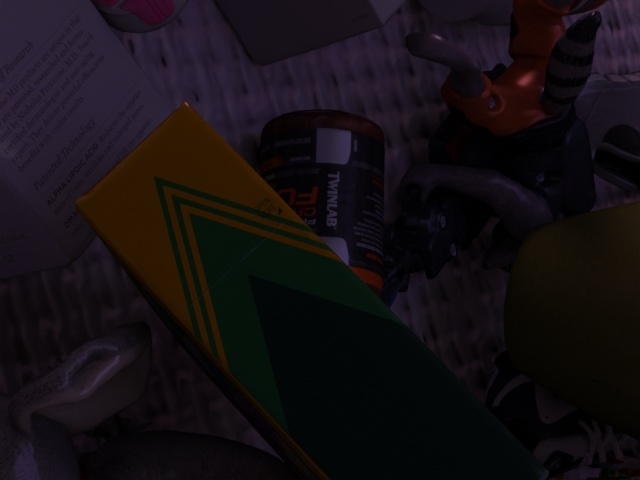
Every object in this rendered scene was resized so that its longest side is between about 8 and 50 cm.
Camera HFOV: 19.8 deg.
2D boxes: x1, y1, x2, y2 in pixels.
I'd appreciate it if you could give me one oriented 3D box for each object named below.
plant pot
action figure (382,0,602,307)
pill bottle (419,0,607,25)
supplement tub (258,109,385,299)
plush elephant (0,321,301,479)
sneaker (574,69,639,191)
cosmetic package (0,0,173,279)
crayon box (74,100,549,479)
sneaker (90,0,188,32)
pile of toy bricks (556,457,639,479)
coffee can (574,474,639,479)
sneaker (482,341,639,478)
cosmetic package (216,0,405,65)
[{"bbox_3d":[0.314,0.070,1.550,0.275,0.293,0.275,-22,116,-56],"label":"plant pot"},{"bbox_3d":[0.163,-0.070,1.616,0.341,0.178,0.330,-58,149,-33],"label":"action figure"},{"bbox_3d":[0.190,-0.269,1.758,0.221,0.121,0.121,-16,93,-49],"label":"pill bottle"},{"bbox_3d":[0.000,0.000,1.495,0.106,0.106,0.198,17,68,-45],"label":"supplement tub"},{"bbox_3d":[-0.163,0.192,1.161,0.255,0.272,0.330,19,37,-58],"label":"plush elephant"},{"bbox_3d":[0.339,-0.107,1.849,0.228,0.086,0.132,-12,61,-22],"label":"sneaker"},{"bbox_3d":[-0.226,-0.088,1.232,0.184,0.151,0.151,53,48,-24],"label":"cosmetic package"},{"bbox_3d":[0.007,0.101,1.228,0.106,0.363,0.313,-41,75,-7],"label":"crayon box"},{"bbox_3d":[-0.134,-0.203,1.330,0.111,0.103,0.252,59,2,-33],"label":"sneaker"},{"bbox_3d":[0.275,0.244,1.738,0.212,0.105,0.118,23,64,-43],"label":"pile of toy bricks"},{"bbox_3d":[0.207,0.298,1.521,0.201,0.275,0.201,13,72,-46],"label":"coffee can"},{"bbox_3d":[0.244,0.183,1.657,0.235,0.094,0.153,31,54,12],"label":"sneaker"},{"bbox_3d":[0.040,-0.336,1.583,0.197,0.155,0.365,58,45,-19],"label":"cosmetic package"}]
